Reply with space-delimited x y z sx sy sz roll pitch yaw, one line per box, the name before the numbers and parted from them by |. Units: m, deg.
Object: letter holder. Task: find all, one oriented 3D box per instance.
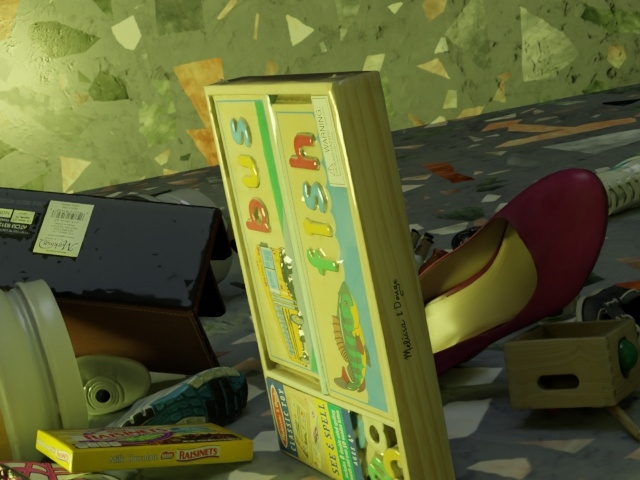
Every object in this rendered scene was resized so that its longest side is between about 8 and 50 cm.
letter holder | -0.274 0.061 1.605 0.302 0.214 0.152 6 60 10

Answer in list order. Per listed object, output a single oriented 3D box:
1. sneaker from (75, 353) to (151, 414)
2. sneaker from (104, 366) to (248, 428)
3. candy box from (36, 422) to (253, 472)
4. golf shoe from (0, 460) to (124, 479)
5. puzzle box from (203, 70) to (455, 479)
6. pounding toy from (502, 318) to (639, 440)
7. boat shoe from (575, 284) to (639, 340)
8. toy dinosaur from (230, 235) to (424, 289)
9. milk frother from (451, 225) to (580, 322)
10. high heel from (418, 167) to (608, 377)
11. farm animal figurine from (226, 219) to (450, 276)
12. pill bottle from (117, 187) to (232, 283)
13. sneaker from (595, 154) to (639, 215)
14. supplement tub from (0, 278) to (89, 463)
sneaker | -0.321 0.178 1.607 0.217 0.079 0.121 -10 12 3
sneaker | -0.172 0.195 1.439 0.190 0.071 0.083 -20 10 -36
candy box | -0.185 0.217 1.308 0.206 0.027 0.105 3 1 -32
golf shoe | -0.276 0.261 1.259 0.186 0.067 0.086 4 3 26
puzzle box | 0.002 0.041 1.189 0.052 0.409 0.272 -18 13 -26
pounding toy | 0.274 0.142 1.271 0.141 0.100 0.130 -6 4 30
boat shoe | 0.341 0.093 1.433 0.065 0.075 0.206 -9 8 23
toy dinosaur | 0.000 0.000 2.030 0.313 0.121 0.160 -10 -1 -14
milk frother | 0.256 0.039 1.602 0.143 0.135 0.129 -5 14 28
high heel | 0.156 0.059 1.329 0.181 0.127 0.377 -12 -31 -34
farm animal figurine | 0.019 0.033 1.677 0.330 0.172 0.327 25 7 -11
pill bottle | -0.322 0.044 1.911 0.204 0.204 0.361 2 18 44
sneaker | 0.487 -0.078 2.059 0.228 0.087 0.092 -16 19 10
supplement tub | -0.438 0.176 1.378 0.316 0.228 0.228 -16 14 -20
